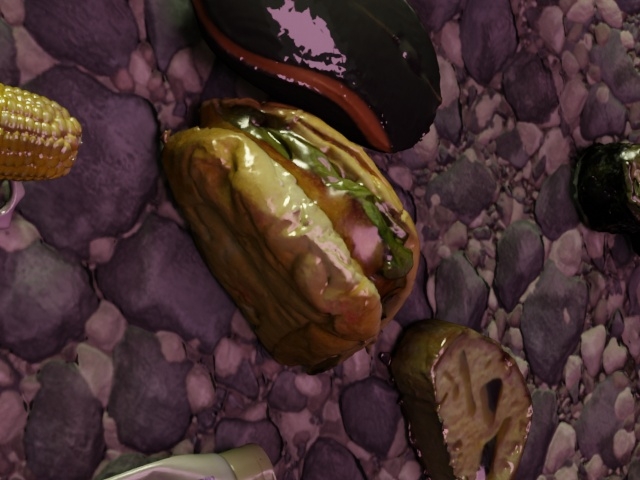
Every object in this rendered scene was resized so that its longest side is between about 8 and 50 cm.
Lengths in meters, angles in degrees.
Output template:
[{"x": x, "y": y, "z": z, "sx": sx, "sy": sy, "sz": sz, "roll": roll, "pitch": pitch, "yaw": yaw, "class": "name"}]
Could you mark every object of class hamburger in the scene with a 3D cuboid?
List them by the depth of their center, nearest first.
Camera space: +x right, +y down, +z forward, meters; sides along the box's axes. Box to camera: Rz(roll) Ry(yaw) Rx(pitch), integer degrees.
[{"x": 0.000, "y": 0.001, "z": 1.598, "sx": 0.162, "sy": 0.209, "sz": 0.330, "roll": -41, "pitch": 119, "yaw": -30, "class": "hamburger"}]

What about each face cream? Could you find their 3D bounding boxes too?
[{"x": -0.154, "y": 0.273, "z": 1.584, "sx": 0.224, "sy": 0.070, "sz": 0.114, "roll": -17, "pitch": 104, "yaw": -29, "class": "face cream"}]

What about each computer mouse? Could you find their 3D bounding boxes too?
[{"x": 0.010, "y": -0.213, "z": 1.619, "sx": 0.323, "sy": 0.116, "sz": 0.183, "roll": 28, "pitch": 59, "yaw": -31, "class": "computer mouse"}]

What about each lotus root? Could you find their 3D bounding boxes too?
[{"x": 0.173, "y": 0.204, "z": 1.844, "sx": 0.170, "sy": 0.074, "sz": 0.260, "roll": -42, "pitch": 118, "yaw": -33, "class": "lotus root"}]

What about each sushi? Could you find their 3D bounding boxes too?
[{"x": 0.423, "y": -0.050, "z": 2.009, "sx": 0.212, "sy": 0.115, "sz": 0.147, "roll": 17, "pitch": 81, "yaw": -40, "class": "sushi"}]

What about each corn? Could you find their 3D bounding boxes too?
[{"x": -0.341, "y": -0.114, "z": 1.354, "sx": 0.292, "sy": 0.101, "sz": 0.101, "roll": 13, "pitch": 84, "yaw": -29, "class": "corn"}]

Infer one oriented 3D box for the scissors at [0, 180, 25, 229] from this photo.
[{"x": -0.340, "y": -0.098, "z": 1.424, "sx": 0.110, "sy": 0.021, "sz": 0.212, "roll": -27, "pitch": 110, "yaw": -32, "class": "scissors"}]
